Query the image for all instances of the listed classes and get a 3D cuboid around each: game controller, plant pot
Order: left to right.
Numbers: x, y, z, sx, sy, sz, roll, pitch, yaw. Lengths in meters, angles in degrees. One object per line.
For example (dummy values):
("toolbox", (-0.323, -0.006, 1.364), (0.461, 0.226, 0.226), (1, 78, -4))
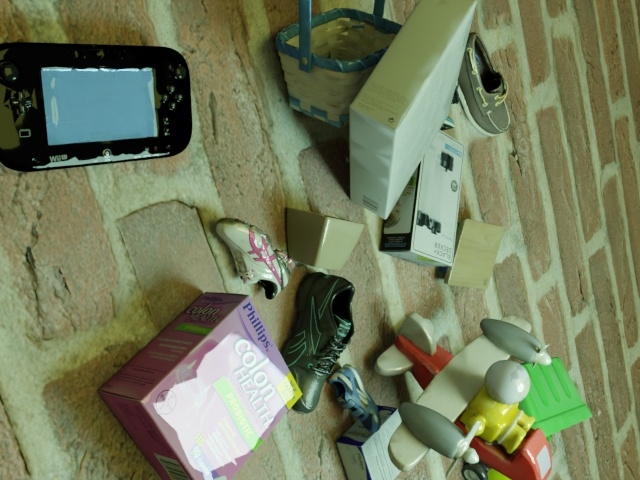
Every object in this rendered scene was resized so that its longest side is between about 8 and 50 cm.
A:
("game controller", (-0.315, -0.192, 1.005), (0.319, 0.067, 0.167), (-15, 100, -46))
("plant pot", (0.000, 0.000, 1.321), (0.109, 0.109, 0.096), (9, 95, -47))

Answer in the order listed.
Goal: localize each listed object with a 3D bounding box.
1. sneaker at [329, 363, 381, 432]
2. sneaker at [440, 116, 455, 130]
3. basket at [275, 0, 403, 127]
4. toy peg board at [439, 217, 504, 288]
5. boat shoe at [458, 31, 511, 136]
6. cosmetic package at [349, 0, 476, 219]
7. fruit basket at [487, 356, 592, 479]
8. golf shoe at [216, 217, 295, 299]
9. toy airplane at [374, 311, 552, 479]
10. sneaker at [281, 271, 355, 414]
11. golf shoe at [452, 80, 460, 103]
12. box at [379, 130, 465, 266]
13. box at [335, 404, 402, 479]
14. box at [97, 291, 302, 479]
("sneaker", (0.066, 0.318, 1.397), (0.059, 0.053, 0.144), (-22, 75, -39))
("sneaker", (0.259, -0.301, 1.632), (0.162, 0.063, 0.073), (19, 72, -46))
("basket", (0.039, -0.370, 1.270), (0.254, 0.201, 0.289), (-35, 145, -42))
("toy peg board", (0.351, 0.026, 1.724), (0.161, 0.079, 0.161), (9, 98, -41))
("boat shoe", (0.407, -0.384, 1.766), (0.324, 0.096, 0.117), (49, 57, -35))
("cosmetic package", (0.160, -0.240, 1.314), (0.284, 0.097, 0.377), (-56, 167, -16))
("fruit basket", (0.485, 0.489, 1.734), (0.392, 0.283, 0.392), (26, 55, -44))
("golf shoe", (-0.115, 0.031, 1.216), (0.186, 0.067, 0.086), (43, 61, -38))
("toy airplane", (0.307, 0.295, 1.442), (0.384, 0.272, 0.386), (15, 56, -21))
("sneaker", (-0.002, 0.189, 1.309), (0.101, 0.106, 0.267), (18, 77, -47))
("golf shoe", (0.289, -0.412, 1.649), (0.094, 0.077, 0.198), (-49, 124, -27))
("box", (0.231, -0.097, 1.578), (0.169, 0.087, 0.290), (20, 75, -45))
("box", (0.111, 0.429, 1.450), (0.137, 0.072, 0.126), (-33, 112, -43))
("box", (-0.177, 0.238, 1.109), (0.243, 0.117, 0.214), (-45, 121, -38))
